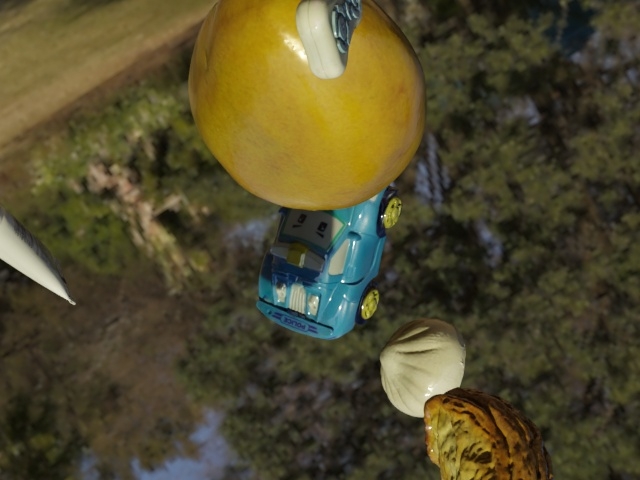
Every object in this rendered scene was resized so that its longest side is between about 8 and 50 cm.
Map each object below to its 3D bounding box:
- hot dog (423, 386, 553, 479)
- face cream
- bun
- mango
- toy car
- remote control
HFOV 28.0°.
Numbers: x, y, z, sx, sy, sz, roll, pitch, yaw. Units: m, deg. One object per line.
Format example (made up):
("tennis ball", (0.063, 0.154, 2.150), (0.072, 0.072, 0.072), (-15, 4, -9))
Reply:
("hot dog", (0.184, 0.266, 1.275), (0.114, 0.175, 0.259), (-13, -138, -3))
("face cream", (-0.415, 0.007, 1.766), (0.058, 0.243, 0.092), (-34, -125, 5))
("bun", (0.121, 0.163, 1.696), (0.138, 0.094, 0.138), (-39, -137, 48))
("mango", (-0.018, -0.182, 1.524), (0.232, 0.300, 0.445), (-56, 172, -15))
("toy car", (0.000, 0.000, 2.016), (0.198, 0.314, 0.166), (22, -160, 23))
("remote control", (0.010, -0.194, 1.098), (0.032, 0.074, 0.122), (-7, -141, 18))
